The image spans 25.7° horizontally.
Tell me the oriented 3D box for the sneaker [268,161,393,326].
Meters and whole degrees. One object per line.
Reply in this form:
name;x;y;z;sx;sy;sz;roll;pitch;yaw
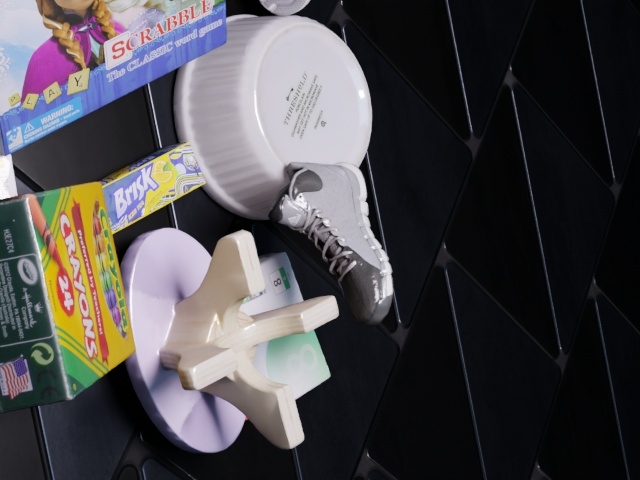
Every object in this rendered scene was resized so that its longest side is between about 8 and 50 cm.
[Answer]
sneaker;0.000;0.000;1.678;0.132;0.086;0.229;9;50;-32

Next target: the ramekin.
ramekin;-0.049;-0.166;1.816;0.272;0.127;0.273;7;80;-45

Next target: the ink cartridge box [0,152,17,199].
ink cartridge box;-0.410;0.017;1.479;0.208;0.045;0.206;-10;90;-40

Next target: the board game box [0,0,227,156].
board game box;-0.243;-0.290;1.497;0.318;0.066;0.318;-33;143;-29

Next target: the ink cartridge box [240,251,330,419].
ink cartridge box;-0.101;0.136;1.773;0.224;0.056;0.181;-29;104;-45

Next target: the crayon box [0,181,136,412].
crayon box;-0.273;0.045;1.473;0.318;0.081;0.202;-48;127;-82

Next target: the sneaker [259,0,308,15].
sneaker;-0.088;-0.431;1.863;0.115;0.105;0.281;-43;115;-77

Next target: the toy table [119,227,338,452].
toy table;-0.115;0.116;1.631;0.252;0.160;0.274;-40;113;-43

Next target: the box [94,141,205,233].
box;-0.220;-0.060;1.681;0.169;0.054;0.059;-33;107;-42
